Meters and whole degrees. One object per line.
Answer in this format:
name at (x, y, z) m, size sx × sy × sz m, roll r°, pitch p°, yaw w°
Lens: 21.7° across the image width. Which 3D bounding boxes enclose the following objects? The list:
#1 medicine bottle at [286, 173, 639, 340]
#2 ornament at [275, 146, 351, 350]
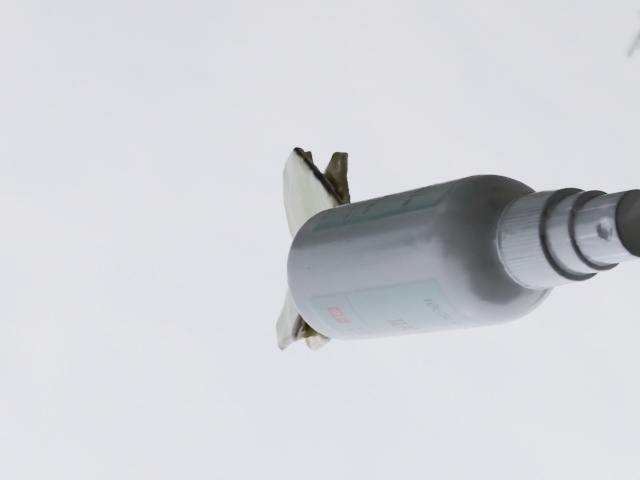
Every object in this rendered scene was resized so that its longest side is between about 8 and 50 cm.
medicine bottle at (0.110, 0.009, 1.217) m, size 0.110 × 0.110 × 0.352 m, roll 7°, pitch 170°, yaw -33°
ornament at (0.000, 0.000, 1.642) m, size 0.059 × 0.180 × 0.201 m, roll 7°, pitch -108°, yaw -14°
